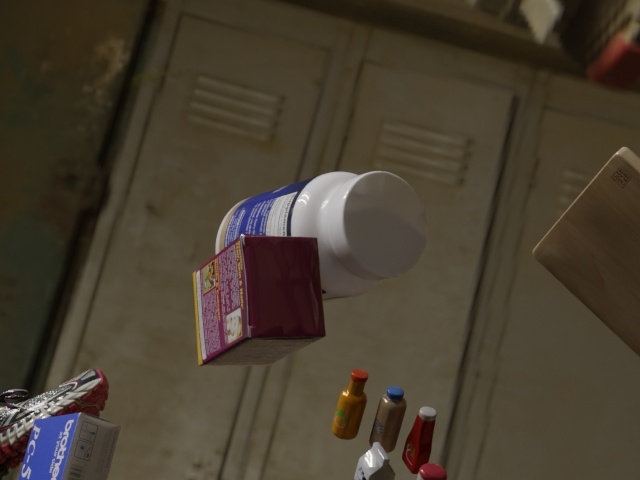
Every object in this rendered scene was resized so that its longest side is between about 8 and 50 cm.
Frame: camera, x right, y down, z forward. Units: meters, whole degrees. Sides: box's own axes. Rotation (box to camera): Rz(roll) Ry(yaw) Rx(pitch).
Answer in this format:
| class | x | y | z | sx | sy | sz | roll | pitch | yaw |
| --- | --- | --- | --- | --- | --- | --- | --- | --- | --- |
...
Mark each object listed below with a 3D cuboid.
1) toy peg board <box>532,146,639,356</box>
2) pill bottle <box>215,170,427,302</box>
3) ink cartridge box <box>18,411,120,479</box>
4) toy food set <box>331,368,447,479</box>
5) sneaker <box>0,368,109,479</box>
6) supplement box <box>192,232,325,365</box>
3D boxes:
| class | x | y | z | sx | sy | sz | roll | pitch | yaw |
| --- | --- | --- | --- | --- | --- | --- | --- | --- | --- |
| toy peg board | 0.303 | 0.005 | 1.287 | 0.079 | 0.161 | 0.160 | -38 | -13 | -39 |
| pill bottle | 0.000 | 0.000 | 1.745 | 0.264 | 0.153 | 0.153 | -13 | 56 | 53 |
| ink cartridge box | -0.240 | 0.258 | 1.260 | 0.097 | 0.046 | 0.207 | -17 | 55 | 53 |
| toy food set | 0.105 | 0.279 | 1.968 | 0.232 | 0.111 | 0.104 | -124 | 41 | -54 |
| sneaker | -0.434 | 0.253 | 1.985 | 0.112 | 0.299 | 0.121 | 60 | 172 | 23 |
| supplement box | -0.034 | 0.033 | 0.750 | 0.083 | 0.043 | 0.055 | 148 | 121 | -63 |
